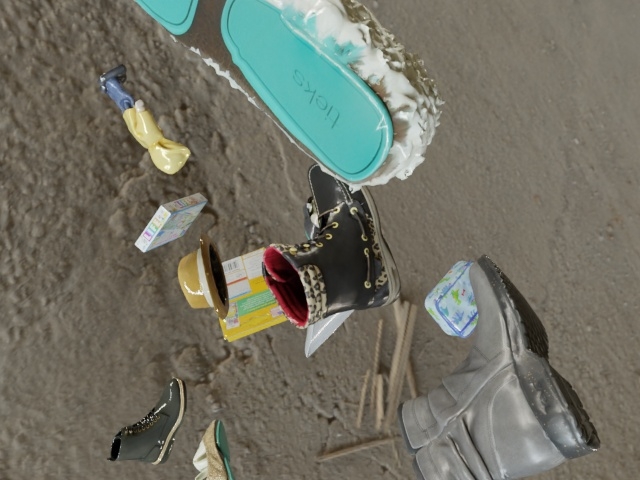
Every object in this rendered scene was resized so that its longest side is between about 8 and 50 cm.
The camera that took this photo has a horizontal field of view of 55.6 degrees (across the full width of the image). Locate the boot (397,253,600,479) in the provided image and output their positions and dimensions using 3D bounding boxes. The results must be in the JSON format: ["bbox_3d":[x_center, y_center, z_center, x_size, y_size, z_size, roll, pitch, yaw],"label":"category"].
[{"bbox_3d":[0.193,0.177,0.806,0.118,0.222,0.338,43,23,-26],"label":"boot"}]

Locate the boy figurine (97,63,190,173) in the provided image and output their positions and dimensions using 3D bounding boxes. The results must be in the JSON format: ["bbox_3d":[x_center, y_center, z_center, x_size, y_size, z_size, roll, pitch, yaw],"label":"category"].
[{"bbox_3d":[-0.437,-0.297,1.512,0.092,0.177,0.285,-40,93,-17],"label":"boy figurine"}]

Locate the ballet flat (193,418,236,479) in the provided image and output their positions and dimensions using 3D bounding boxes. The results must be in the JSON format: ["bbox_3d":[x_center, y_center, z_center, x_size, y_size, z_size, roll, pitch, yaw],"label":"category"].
[{"bbox_3d":[-0.188,0.389,1.054,0.067,0.206,0.073,-23,112,-7],"label":"ballet flat"}]

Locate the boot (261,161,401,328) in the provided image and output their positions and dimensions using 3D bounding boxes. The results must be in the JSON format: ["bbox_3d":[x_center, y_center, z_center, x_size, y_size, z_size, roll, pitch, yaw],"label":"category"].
[{"bbox_3d":[0.000,0.000,1.337,0.284,0.138,0.377,-16,82,-41],"label":"boot"}]

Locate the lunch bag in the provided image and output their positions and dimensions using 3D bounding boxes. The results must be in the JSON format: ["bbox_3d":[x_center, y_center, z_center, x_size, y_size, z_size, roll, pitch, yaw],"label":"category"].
[{"bbox_3d":[0.449,0.184,1.903,0.219,0.090,0.176,-45,106,-19],"label":"lunch bag"}]

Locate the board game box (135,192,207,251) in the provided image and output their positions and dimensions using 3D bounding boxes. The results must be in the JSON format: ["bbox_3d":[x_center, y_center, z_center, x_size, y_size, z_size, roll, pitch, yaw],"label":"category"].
[{"bbox_3d":[-0.298,-0.038,1.224,0.026,0.103,0.154,41,20,4],"label":"board game box"}]

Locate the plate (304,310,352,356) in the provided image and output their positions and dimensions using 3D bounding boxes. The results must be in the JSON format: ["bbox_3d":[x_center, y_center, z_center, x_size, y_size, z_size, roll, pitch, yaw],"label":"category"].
[{"bbox_3d":[0.043,0.211,1.928,0.045,0.277,0.278,36,57,20],"label":"plate"}]

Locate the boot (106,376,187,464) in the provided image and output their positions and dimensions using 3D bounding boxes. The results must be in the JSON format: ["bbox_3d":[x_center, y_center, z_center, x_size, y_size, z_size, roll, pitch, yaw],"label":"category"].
[{"bbox_3d":[-0.383,0.401,1.350,0.137,0.077,0.198,20,80,-45],"label":"boot"}]

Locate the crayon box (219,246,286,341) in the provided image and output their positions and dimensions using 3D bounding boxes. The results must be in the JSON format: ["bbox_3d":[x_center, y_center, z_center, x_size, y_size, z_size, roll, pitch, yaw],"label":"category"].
[{"bbox_3d":[-0.223,0.180,1.892,0.203,0.083,0.323,-20,42,-5],"label":"crayon box"}]

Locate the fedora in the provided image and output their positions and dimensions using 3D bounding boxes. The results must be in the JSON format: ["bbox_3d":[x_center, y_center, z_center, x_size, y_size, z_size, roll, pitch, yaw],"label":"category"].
[{"bbox_3d":[-0.251,0.081,1.283,0.079,0.194,0.194,-15,78,0],"label":"fedora"}]

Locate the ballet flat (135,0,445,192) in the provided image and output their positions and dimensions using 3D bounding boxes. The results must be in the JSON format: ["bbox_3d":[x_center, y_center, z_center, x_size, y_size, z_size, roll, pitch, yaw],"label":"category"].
[{"bbox_3d":[-0.056,-0.209,0.509,0.409,0.147,0.147,47,49,3],"label":"ballet flat"}]

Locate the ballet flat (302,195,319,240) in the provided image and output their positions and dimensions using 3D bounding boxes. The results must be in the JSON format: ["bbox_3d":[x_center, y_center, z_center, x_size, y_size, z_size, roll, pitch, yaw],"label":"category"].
[{"bbox_3d":[-0.009,-0.058,1.614,0.074,0.074,0.203,30,23,-25],"label":"ballet flat"}]
